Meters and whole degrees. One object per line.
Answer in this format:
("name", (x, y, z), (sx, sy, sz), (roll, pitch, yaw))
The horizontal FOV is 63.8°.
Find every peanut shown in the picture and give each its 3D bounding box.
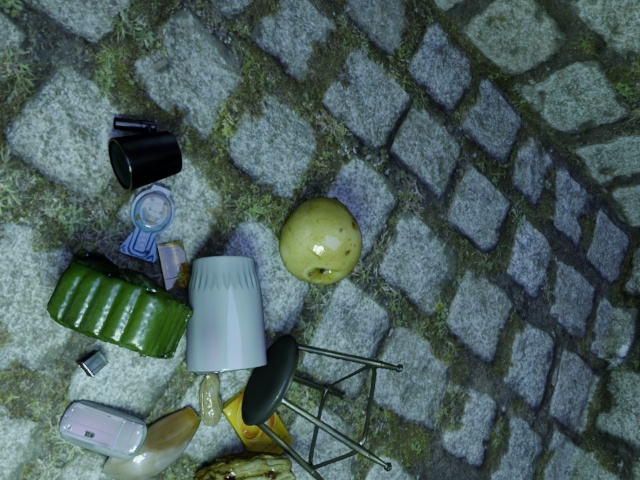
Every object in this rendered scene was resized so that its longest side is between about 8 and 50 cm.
("peanut", (-0.360, 0.521, 1.693), (0.080, 0.080, 0.175), (2, 81, -31))

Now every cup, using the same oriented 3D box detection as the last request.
("cup", (-0.303, 0.243, 1.649), (0.253, 0.253, 0.372), (2, 81, -31))
("cup", (-0.556, -0.292, 1.606), (0.176, 0.166, 0.240), (-23, 98, -34))

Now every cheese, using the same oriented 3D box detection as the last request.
("cheese", (-0.548, -0.060, 1.646), (0.135, 0.052, 0.245), (21, 74, -21))

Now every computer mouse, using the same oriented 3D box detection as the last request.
("computer mouse", (-0.636, 0.554, 1.508), (0.245, 0.056, 0.126), (20, 63, -5))

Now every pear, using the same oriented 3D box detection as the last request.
("pear", (0.000, 0.000, 1.837), (0.309, 0.309, 0.310), (3, 83, -30))

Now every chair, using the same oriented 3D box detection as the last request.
("chair", (-0.017, 0.534, 1.693), (0.410, 0.364, 0.362), (32, 45, -16))

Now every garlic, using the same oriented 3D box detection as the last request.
("garlic", (-0.503, 0.642, 1.589), (0.318, 0.112, 0.143), (-30, 98, -40))

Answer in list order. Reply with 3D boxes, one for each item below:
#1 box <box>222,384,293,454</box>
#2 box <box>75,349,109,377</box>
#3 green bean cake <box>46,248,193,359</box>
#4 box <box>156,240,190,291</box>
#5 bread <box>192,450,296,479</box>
("box", (-0.217, 0.640, 1.781), (0.152, 0.043, 0.269), (-37, 105, -32))
("box", (-0.672, 0.362, 1.518), (0.063, 0.084, 0.060), (-40, 105, -33))
("green bean cake", (-0.540, 0.185, 1.443), (0.319, 0.335, 0.218), (21, 78, 2))
("box", (-0.482, 0.084, 1.691), (0.089, 0.022, 0.157), (-10, 90, -29))
("bread", (-0.269, 0.761, 1.620), (0.277, 0.324, 0.167), (7, 47, -36))
